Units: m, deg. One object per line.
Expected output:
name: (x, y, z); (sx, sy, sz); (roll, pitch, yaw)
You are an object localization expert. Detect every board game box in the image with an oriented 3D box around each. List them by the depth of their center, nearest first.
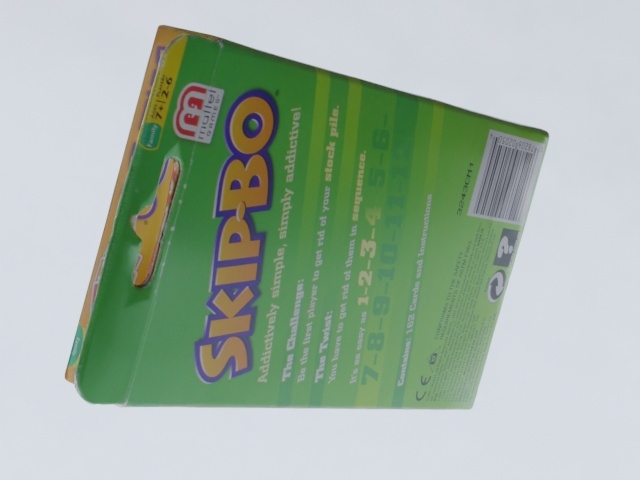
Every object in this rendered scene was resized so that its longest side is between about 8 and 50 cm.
board game box: (0.000, 0.000, 0.699); (0.039, 0.124, 0.259); (18, -175, 31)
